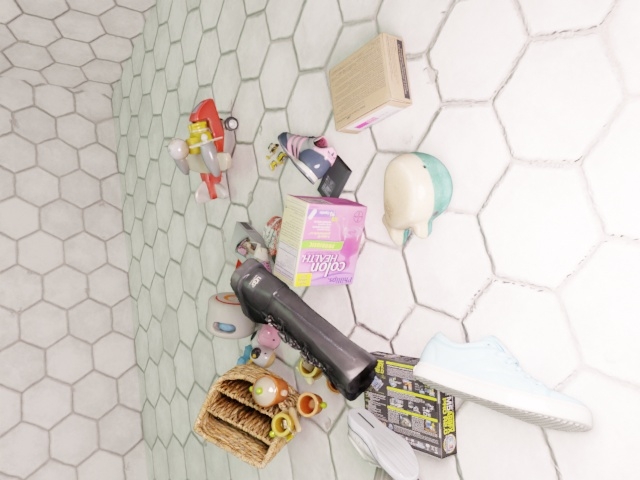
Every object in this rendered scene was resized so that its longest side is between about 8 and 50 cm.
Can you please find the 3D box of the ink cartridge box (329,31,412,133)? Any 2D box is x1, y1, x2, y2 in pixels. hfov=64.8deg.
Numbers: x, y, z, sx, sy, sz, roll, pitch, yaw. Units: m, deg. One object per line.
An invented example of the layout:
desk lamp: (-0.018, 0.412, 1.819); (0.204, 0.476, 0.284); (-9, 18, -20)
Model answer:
ink cartridge box: (0.133, -0.426, 1.398); (0.235, 0.088, 0.193); (-16, 78, 51)

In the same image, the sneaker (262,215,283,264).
sneaker: (-0.119, -0.050, 1.724); (0.144, 0.090, 0.270); (60, 136, 31)

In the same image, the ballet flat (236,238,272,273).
ballet flat: (-0.231, 0.051, 1.800); (0.222, 0.077, 0.079); (35, 100, 48)

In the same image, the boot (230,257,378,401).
boot: (-0.031, 0.267, 1.424); (0.445, 0.367, 0.146); (34, 78, 23)

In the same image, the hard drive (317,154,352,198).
hard drive: (0.042, -0.186, 1.568); (0.094, 0.022, 0.135); (56, 131, 38)

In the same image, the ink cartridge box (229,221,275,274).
ink cartridge box: (-0.276, 0.090, 1.957); (0.275, 0.060, 0.238); (41, 120, 46)

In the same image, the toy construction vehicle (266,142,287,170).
toy construction vehicle: (-0.160, -0.306, 1.836); (0.098, 0.035, 0.085); (-49, 63, 44)

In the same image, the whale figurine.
whale figurine: (0.234, -0.099, 1.250); (0.272, 0.141, 0.216); (101, 150, -56)

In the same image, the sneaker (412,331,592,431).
sneaker: (0.370, 0.271, 1.043); (0.366, 0.135, 0.150); (11, 69, 38)

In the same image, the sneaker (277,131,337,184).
sneaker: (-0.039, -0.294, 1.632); (0.131, 0.112, 0.319); (-41, 40, 6)

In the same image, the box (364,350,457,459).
box: (0.221, 0.409, 1.290); (0.270, 0.060, 0.216); (-6, 84, 53)

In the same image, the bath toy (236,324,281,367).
bath toy: (-0.185, 0.333, 1.773); (0.348, 0.129, 0.151); (-59, 46, 33)

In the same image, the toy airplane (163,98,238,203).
toy airplane: (-0.501, -0.341, 2.086); (0.386, 0.273, 0.384); (-50, 52, 39)

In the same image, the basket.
basket: (-0.235, 0.561, 1.672); (0.299, 0.223, 0.213); (20, 110, 24)

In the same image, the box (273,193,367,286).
box: (0.000, 0.000, 1.461); (0.117, 0.214, 0.242); (27, 110, 50)

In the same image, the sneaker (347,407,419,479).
sneaker: (0.154, 0.528, 1.267); (0.258, 0.094, 0.091); (35, 129, 56)

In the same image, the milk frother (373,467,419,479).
milk frother: (0.188, 0.660, 1.306); (0.143, 0.129, 0.134); (96, -168, -56)

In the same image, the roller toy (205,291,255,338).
roller toy: (-0.341, 0.290, 1.927); (0.209, 0.191, 0.146); (21, 107, 51)

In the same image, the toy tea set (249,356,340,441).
toy tea set: (-0.066, 0.446, 1.510); (0.336, 0.124, 0.200); (-39, 60, 14)
